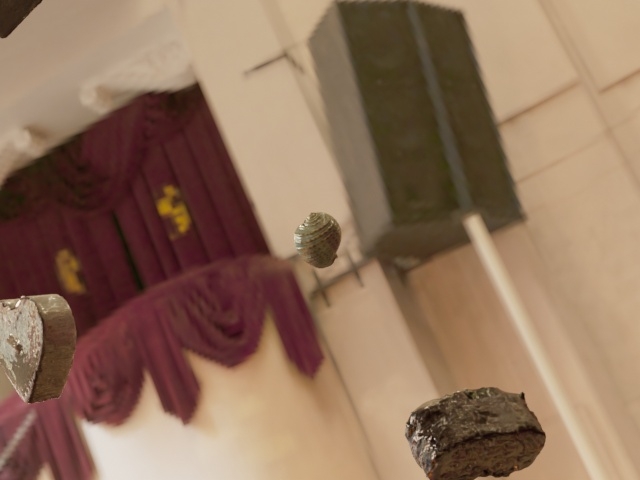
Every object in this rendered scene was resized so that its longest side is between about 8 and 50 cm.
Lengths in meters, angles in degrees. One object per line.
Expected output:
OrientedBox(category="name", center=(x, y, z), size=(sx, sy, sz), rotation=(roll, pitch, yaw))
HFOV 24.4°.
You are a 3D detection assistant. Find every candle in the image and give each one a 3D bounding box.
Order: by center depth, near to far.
OrientedBox(category="candle", center=(-0.442, 0.165, 2.284), size=(0.068, 0.168, 0.192), rotation=(-9, 2, -37))

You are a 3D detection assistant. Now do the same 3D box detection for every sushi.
OrientedBox(category="sushi", center=(0.249, 0.311, 2.402), size=(0.225, 0.127, 0.124), rotation=(-4, -45, -26))

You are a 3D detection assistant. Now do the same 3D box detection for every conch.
OrientedBox(category="conch", center=(0.001, -0.002, 2.286), size=(0.076, 0.085, 0.056), rotation=(-35, 1, -26))

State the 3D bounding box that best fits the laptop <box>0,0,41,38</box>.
OrientedBox(category="laptop", center=(-0.344, -0.337, 1.723), size=(0.197, 0.135, 0.016), rotation=(-47, -18, -9))
